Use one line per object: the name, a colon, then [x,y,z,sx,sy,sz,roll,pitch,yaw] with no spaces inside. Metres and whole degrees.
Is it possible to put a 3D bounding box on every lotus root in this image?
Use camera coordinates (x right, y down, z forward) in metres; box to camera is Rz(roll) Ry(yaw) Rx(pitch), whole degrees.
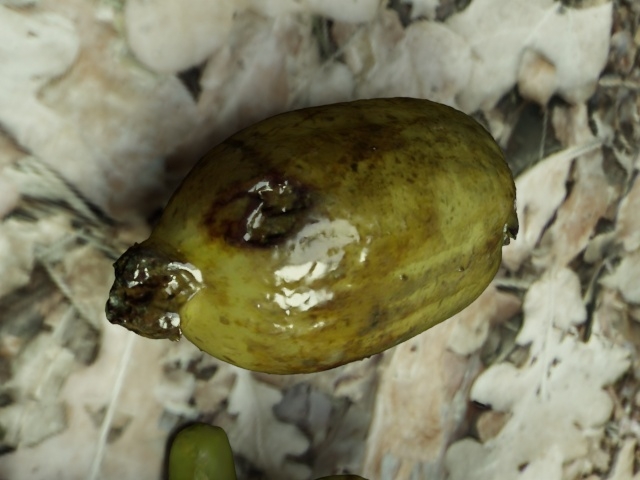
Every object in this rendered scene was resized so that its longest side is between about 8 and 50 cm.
lotus root: [0.000,0.000,0.831,0.260,0.128,0.145,-15,120,-29]

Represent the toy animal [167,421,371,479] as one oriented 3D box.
toy animal: [-0.014,0.197,0.848,0.363,0.181,0.180,-16,119,-29]
